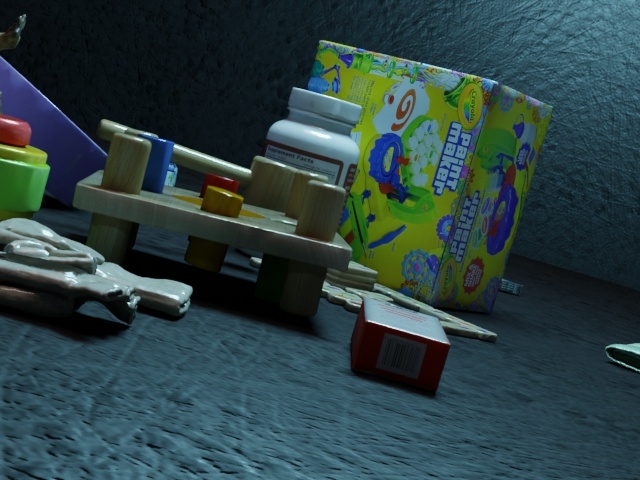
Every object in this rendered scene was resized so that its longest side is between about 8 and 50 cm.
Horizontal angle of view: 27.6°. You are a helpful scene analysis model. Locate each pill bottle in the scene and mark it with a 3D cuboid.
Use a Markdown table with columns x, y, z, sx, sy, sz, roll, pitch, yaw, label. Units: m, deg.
| x | y | z | sx | sy | sz | roll | pitch | yaw | label |
| --- | --- | --- | --- | --- | --- | --- | --- | --- | --- |
| -0.021 | -0.076 | 1.632 | 0.121 | 0.216 | 0.121 | 16 | 4 | -1 | pill bottle |

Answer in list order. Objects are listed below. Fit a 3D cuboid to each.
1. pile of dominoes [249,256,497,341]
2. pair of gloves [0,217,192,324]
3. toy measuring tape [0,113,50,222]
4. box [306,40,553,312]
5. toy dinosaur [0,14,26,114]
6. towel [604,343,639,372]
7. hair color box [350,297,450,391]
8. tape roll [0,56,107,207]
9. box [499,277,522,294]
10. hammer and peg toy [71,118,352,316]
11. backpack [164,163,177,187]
| x | y | z | sx | sy | sz | roll | pitch | yaw | label |
| --- | --- | --- | --- | --- | --- | --- | --- | --- | --- |
| 0.058 | 0.050 | 1.487 | 0.196 | 0.040 | 0.251 | 13 | 5 | -36 | pile of dominoes |
| -0.211 | 0.016 | 0.981 | 0.204 | 0.042 | 0.240 | 16 | 4 | 9 | pair of gloves |
| -0.310 | -0.057 | 1.091 | 0.121 | 0.121 | 0.330 | 17 | 5 | 9 | toy measuring tape |
| 0.113 | -0.084 | 1.724 | 0.279 | 0.289 | 0.177 | 20 | 5 | 35 | box |
| -0.400 | -0.189 | 1.222 | 0.200 | 0.127 | 0.295 | 10 | 1 | 1 | toy dinosaur |
| 0.527 | 0.175 | 1.631 | 0.248 | 0.038 | 0.325 | 17 | 6 | 33 | towel |
| 0.064 | 0.084 | 1.081 | 0.072 | 0.043 | 0.141 | 16 | 6 | 0 | hair color box |
| -0.345 | -0.131 | 1.563 | 0.189 | 0.080 | 0.189 | 42 | -5 | 4 | tape roll |
| 0.283 | 0.068 | 2.165 | 0.083 | 0.018 | 0.067 | 14 | 4 | -23 | box |
| -0.115 | -0.028 | 1.315 | 0.266 | 0.127 | 0.361 | 13 | 5 | -7 | hammer and peg toy |
| -0.278 | -0.116 | 2.057 | 0.105 | 0.084 | 0.114 | 13 | 8 | -6 | backpack |
